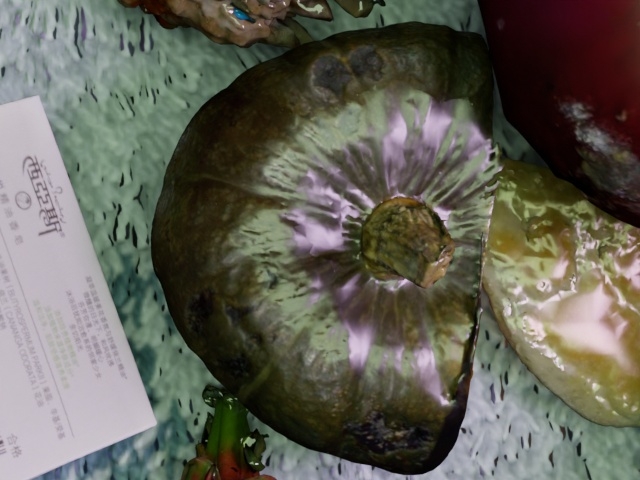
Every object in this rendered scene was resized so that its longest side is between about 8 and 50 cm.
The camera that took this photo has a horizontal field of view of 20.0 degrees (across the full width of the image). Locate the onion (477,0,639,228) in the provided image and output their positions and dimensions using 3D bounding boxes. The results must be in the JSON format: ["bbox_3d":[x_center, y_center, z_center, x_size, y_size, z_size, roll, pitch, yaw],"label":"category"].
[{"bbox_3d":[0.324,-0.187,1.162,0.398,0.420,0.398,1,87,-25],"label":"onion"}]

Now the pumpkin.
[{"bbox_3d":[0.000,0.000,1.279,0.232,0.242,0.324,4,83,-15],"label":"pumpkin"}]

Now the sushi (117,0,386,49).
[{"bbox_3d":[-0.070,-0.250,1.294,0.219,0.225,0.238,-43,61,3],"label":"sushi"}]

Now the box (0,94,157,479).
[{"bbox_3d":[-0.255,0.049,1.269,0.194,0.111,0.260,-19,88,-42],"label":"box"}]

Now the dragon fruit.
[{"bbox_3d":[-0.076,0.217,1.326,0.137,0.135,0.235,-15,69,-8],"label":"dragon fruit"}]

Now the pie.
[{"bbox_3d":[0.270,-0.013,1.392,0.338,0.075,0.337,0,87,-8],"label":"pie"}]
